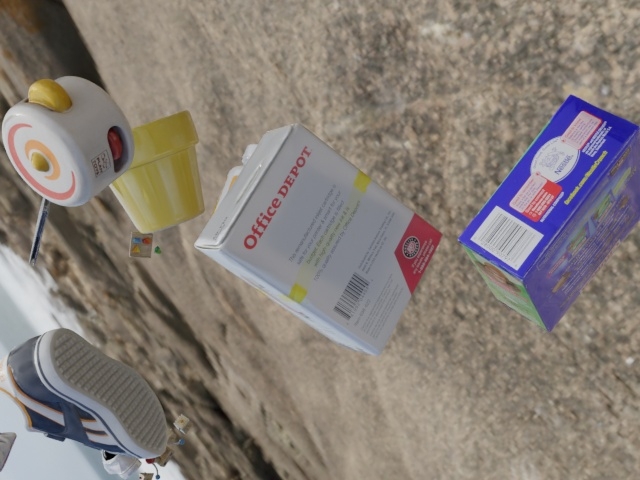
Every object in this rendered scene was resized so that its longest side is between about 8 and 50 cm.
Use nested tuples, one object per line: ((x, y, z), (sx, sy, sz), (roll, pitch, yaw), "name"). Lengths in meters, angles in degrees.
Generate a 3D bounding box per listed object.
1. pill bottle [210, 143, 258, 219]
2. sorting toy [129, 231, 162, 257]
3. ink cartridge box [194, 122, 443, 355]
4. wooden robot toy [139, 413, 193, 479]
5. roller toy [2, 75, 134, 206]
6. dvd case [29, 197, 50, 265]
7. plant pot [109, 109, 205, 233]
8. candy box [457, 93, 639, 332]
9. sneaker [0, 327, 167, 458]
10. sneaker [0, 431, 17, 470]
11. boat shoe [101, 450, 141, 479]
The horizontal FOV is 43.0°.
((-0.152, -0.076, 1.748), (0.136, 0.246, 0.136), (18, 167, 4), "pill bottle")
((-0.416, 0.012, 1.945), (0.012, 0.083, 0.062), (3, 89, 51), "sorting toy")
((0.000, 0.000, 1.548), (0.384, 0.279, 0.160), (36, 165, -22), "ink cartridge box")
((-0.362, 0.448, 1.782), (0.079, 0.173, 0.076), (29, 170, 29), "wooden robot toy")
((-0.420, -0.161, 1.348), (0.191, 0.146, 0.209), (50, 138, -10), "roller toy")
((-0.647, -0.068, 1.904), (0.221, 0.018, 0.164), (125, 150, -46), "dvd case")
((-0.385, -0.152, 1.889), (0.254, 0.254, 0.239), (6, 116, 62), "plant pot")
((0.363, -0.025, 1.233), (0.122, 0.268, 0.317), (37, 177, 31), "candy box")
((-0.353, 0.239, 1.215), (0.321, 0.127, 0.126), (57, -160, -45), "sneaker")
((-0.608, 0.389, 1.383), (0.104, 0.095, 0.236), (26, -169, -8), "sneaker")
((-0.431, 0.456, 1.711), (0.063, 0.066, 0.184), (53, 161, -12), "boat shoe")
